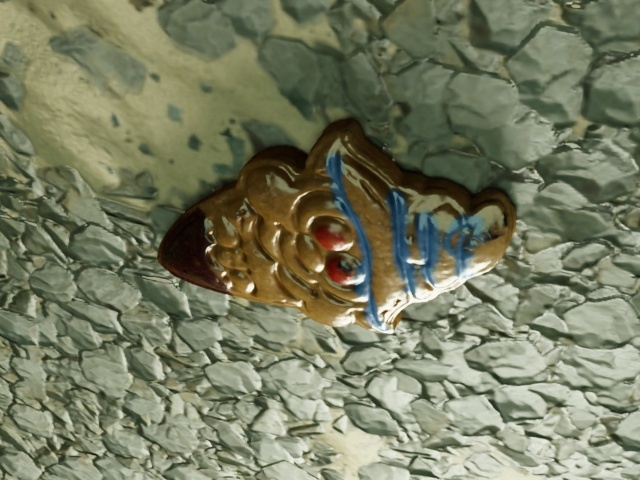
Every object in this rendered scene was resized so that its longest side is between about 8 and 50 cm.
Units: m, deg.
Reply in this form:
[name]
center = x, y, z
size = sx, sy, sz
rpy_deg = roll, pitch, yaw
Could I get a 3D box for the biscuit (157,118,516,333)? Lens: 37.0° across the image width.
[biscuit]
center = 0.000, 0.000, 0.683
size = 0.280, 0.043, 0.183
rpy_deg = -6, 126, 21
